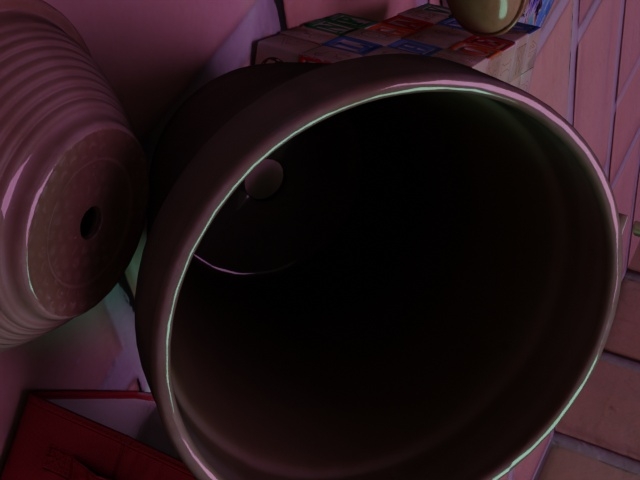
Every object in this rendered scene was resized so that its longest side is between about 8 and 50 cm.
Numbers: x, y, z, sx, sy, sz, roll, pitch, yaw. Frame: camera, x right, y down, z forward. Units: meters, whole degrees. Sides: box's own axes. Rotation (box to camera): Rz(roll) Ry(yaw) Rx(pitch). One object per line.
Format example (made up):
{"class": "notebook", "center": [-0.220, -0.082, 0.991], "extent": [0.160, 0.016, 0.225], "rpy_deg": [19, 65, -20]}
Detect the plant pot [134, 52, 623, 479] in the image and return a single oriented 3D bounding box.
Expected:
{"class": "plant pot", "center": [0.000, 0.000, 0.852], "extent": [0.323, 0.280, 0.323], "rpy_deg": [-10, 116, -21]}

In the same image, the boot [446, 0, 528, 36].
{"class": "boot", "center": [0.104, -0.258, 0.978], "extent": [0.269, 0.089, 0.236], "rpy_deg": [-46, 135, -58]}

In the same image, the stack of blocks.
{"class": "stack of blocks", "center": [0.079, -0.155, 1.124], "extent": [0.297, 0.171, 0.087], "rpy_deg": [-35, 138, -57]}

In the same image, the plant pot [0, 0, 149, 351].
{"class": "plant pot", "center": [-0.180, -0.026, 0.704], "extent": [0.237, 0.110, 0.237], "rpy_deg": [-46, 145, -46]}

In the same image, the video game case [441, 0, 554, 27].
{"class": "video game case", "center": [0.242, -0.336, 1.509], "extent": [0.269, 0.061, 0.244], "rpy_deg": [-63, 155, -22]}

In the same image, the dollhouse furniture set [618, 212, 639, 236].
{"class": "dollhouse furniture set", "center": [0.222, 0.019, 1.342], "extent": [0.303, 0.355, 0.174], "rpy_deg": [18, 90, -68]}

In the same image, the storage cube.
{"class": "storage cube", "center": [-0.134, 0.235, 0.907], "extent": [0.215, 0.184, 0.193], "rpy_deg": [16, 93, -68]}
